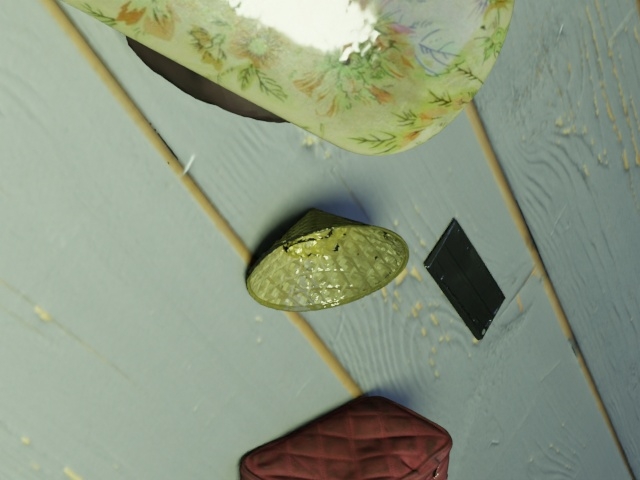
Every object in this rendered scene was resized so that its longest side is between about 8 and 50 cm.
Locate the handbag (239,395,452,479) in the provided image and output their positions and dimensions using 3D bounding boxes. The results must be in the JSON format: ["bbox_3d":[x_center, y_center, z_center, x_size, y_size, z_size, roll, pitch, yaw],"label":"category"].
[{"bbox_3d":[0.026,0.256,1.281,0.225,0.146,0.135,-22,123,-44],"label":"handbag"}]

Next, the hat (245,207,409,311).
[{"bbox_3d":[0.000,0.000,1.157,0.146,0.067,0.146,-11,150,-6],"label":"hat"}]

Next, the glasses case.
[{"bbox_3d":[-0.086,-0.189,0.704,0.425,0.098,0.156,27,105,-20],"label":"glasses case"}]

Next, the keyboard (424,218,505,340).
[{"bbox_3d":[0.160,0.047,1.440,0.064,0.010,0.198,-57,146,-12],"label":"keyboard"}]

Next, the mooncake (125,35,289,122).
[{"bbox_3d":[-0.033,-0.226,0.885,0.283,0.141,0.283,-24,127,-36],"label":"mooncake"}]
